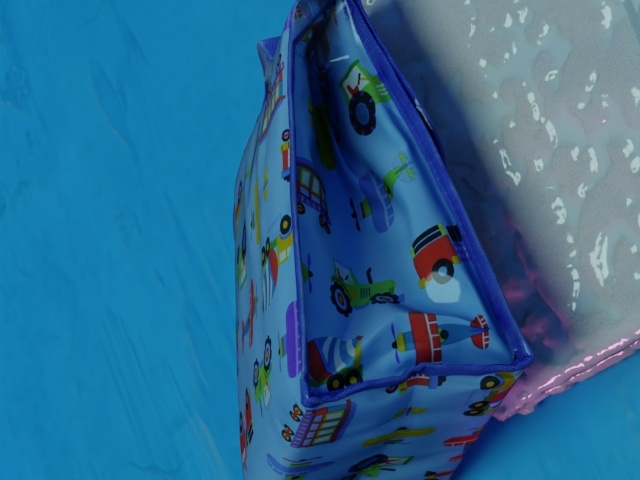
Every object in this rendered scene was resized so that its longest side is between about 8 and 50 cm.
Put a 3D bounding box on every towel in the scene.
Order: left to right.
[{"bbox_3d":[0.147,-0.103,1.011,0.317,0.053,0.332,-35,68,43],"label":"towel"}]

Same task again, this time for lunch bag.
[{"bbox_3d":[0.000,0.000,1.083,0.221,0.138,0.293,111,147,-61],"label":"lunch bag"}]
